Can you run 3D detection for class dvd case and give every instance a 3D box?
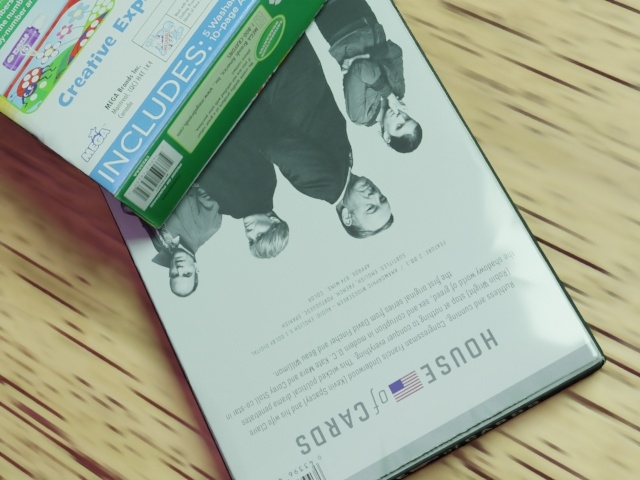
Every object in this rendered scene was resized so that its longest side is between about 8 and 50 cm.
[{"bbox_3d":[0.000,0.000,0.579,0.179,0.029,0.238,-30,70,8],"label":"dvd case"}]

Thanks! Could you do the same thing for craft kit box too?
[{"bbox_3d":[-0.105,-0.170,0.624,0.246,0.061,0.250,35,86,25],"label":"craft kit box"}]
